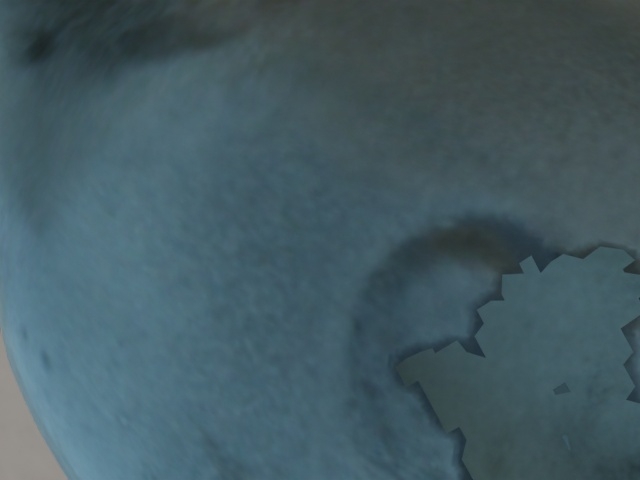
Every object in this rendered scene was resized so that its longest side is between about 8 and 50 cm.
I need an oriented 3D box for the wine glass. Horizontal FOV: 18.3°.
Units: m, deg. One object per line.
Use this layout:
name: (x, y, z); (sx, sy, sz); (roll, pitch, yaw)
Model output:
wine glass: (-0.001, -0.002, 0.418); (0.357, 0.190, 0.190); (33, 146, 10)
